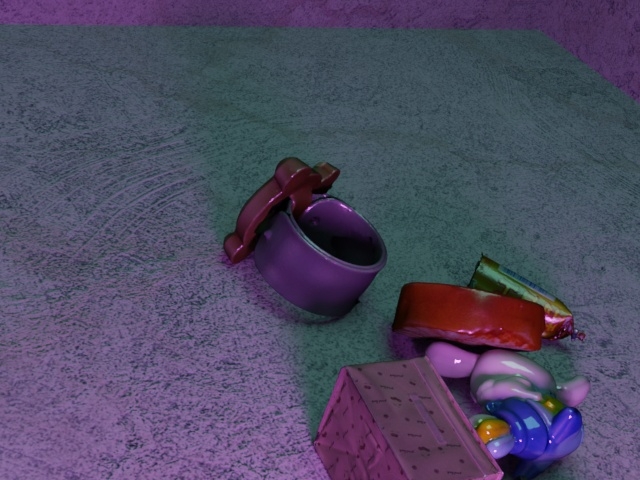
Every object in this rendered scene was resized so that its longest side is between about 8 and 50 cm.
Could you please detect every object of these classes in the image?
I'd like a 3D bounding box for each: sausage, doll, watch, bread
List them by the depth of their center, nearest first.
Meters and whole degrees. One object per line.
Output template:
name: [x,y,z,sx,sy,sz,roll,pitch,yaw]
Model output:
doll: [0.419,0.360,1.902,0.376,0.187,0.366,-1,27,0]
bread: [0.336,0.176,2.023,0.327,0.295,0.114,13,79,-16]
watch: [0.000,0.000,2.118,0.327,0.314,0.335,45,29,13]
sausage: [0.504,0.165,2.244,0.317,0.125,0.117,31,33,11]

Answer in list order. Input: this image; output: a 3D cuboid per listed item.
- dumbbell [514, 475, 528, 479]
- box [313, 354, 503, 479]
dumbbell: [0.330,0.477,1.759,0.254,0.082,0.082,18,35,-2]
box: [0.145,0.393,1.656,0.190,0.225,0.297,0,38,-27]
